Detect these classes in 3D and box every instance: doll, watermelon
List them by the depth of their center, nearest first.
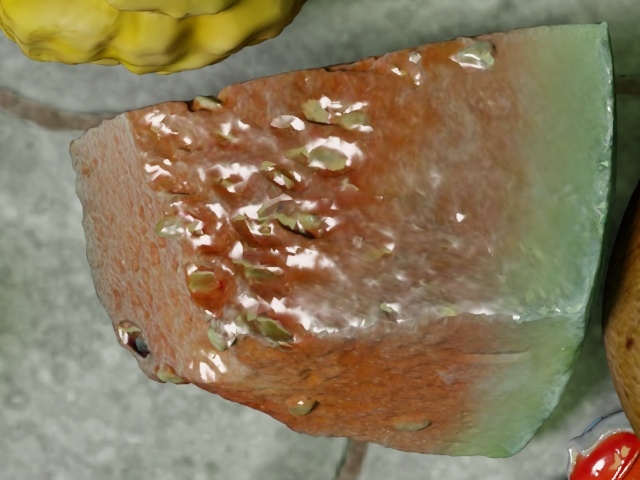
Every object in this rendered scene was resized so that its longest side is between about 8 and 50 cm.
[{"bbox_3d":[0.000,0.000,0.614,0.257,0.140,0.192,5,87,7],"label":"watermelon"},{"bbox_3d":[0.139,0.115,0.654,0.057,0.039,0.114,38,103,23],"label":"doll"}]

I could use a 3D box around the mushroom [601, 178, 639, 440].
[{"bbox_3d":[0.246,0.019,0.581,0.253,0.153,0.253,-2,97,-20],"label":"mushroom"}]

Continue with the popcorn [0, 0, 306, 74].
[{"bbox_3d":[-0.092,-0.190,0.537,0.190,0.250,0.250,-23,96,37],"label":"popcorn"}]
